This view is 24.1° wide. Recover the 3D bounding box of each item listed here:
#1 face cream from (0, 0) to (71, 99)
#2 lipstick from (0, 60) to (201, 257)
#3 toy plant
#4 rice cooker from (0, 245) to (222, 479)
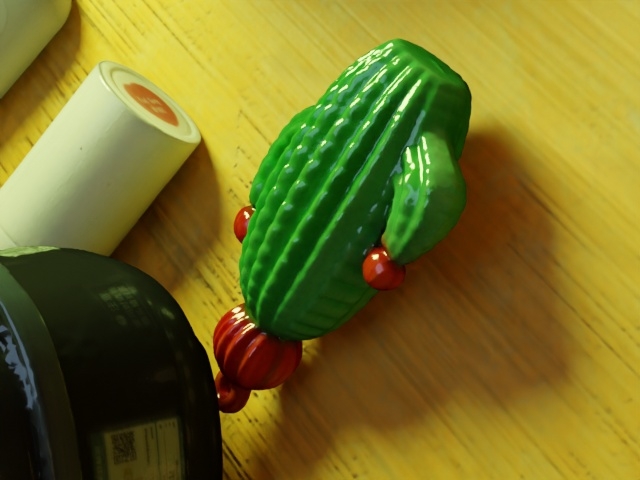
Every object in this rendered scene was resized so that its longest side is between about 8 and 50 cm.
[{"bbox_3d":[-0.345,-0.120,1.167,0.163,0.080,0.336,44,109,0],"label":"face cream"},{"bbox_3d":[-0.214,0.027,1.039,0.327,0.087,0.087,-50,52,16],"label":"lipstick"},{"bbox_3d":[0.001,-0.014,0.885,0.240,0.088,0.154,-41,44,38],"label":"toy plant"},{"bbox_3d":[-0.190,0.121,0.883,0.267,0.224,0.267,7,101,40],"label":"rice cooker"}]
